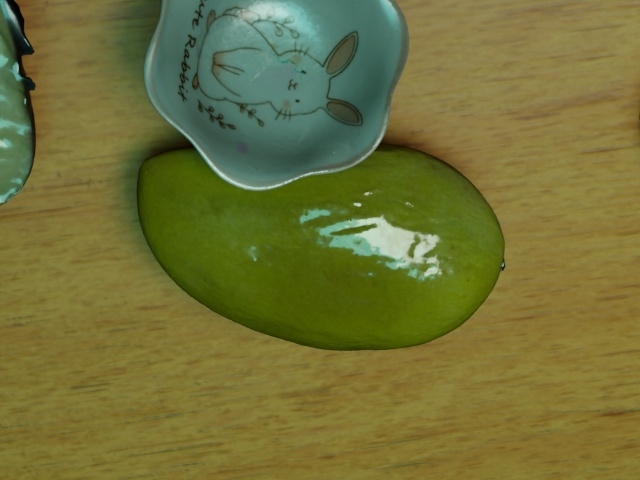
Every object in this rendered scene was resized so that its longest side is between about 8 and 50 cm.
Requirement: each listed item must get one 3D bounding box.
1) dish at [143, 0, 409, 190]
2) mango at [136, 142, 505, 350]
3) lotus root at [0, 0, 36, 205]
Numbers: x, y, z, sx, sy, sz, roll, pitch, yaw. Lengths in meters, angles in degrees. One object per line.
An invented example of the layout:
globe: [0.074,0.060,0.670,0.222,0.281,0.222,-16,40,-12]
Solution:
dish: [-0.042,-0.153,1.146,0.230,0.081,0.229,0,88,-10]
mango: [0.003,0.008,1.207,0.332,0.142,0.195,1,112,3]
lotus root: [-0.413,-0.144,1.118,0.375,0.111,0.390,32,104,-18]
